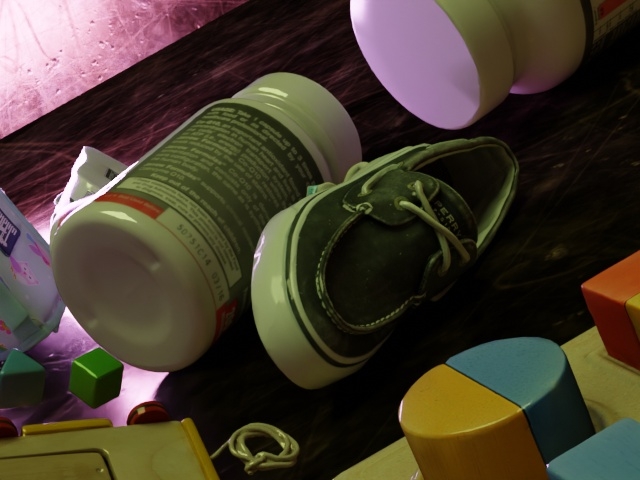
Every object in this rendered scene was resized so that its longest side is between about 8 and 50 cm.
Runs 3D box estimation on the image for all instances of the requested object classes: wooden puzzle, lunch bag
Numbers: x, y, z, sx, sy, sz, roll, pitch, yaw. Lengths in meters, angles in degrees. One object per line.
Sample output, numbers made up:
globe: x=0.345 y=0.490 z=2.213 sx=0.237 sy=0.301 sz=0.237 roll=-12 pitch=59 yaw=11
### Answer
wooden puzzle: x=0.174 y=0.083 z=0.780 sx=0.348 sy=0.080 sz=0.322 roll=-33 pitch=21 yaw=-12
lunch bag: x=-0.385 y=0.011 z=1.736 sx=0.160 sy=0.223 sz=0.262 roll=-43 pitch=19 yaw=-17

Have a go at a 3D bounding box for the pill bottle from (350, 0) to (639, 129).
pill bottle: x=0.218 y=-0.270 z=1.592 sx=0.363 sy=0.210 sz=0.210 roll=-37 pitch=18 yaw=-25

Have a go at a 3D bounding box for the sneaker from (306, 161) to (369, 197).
sneaker: x=0.000 y=0.000 z=1.370 sx=0.071 sy=0.083 sz=0.190 roll=-13 pitch=24 yaw=40

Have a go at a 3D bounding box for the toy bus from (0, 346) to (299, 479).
toy bus: x=-0.145 y=0.173 z=1.037 sx=0.202 sy=0.104 sz=0.191 roll=22 pitch=34 yaw=16

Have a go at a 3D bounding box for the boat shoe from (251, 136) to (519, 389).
boat shoe: x=0.056 y=-0.009 z=1.224 sx=0.119 sy=0.121 sz=0.335 roll=-25 pitch=14 yaw=31

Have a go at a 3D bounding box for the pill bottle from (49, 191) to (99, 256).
pill bottle: x=-0.166 y=-0.010 z=1.636 sx=0.194 sy=0.108 sz=0.108 roll=-18 pitch=20 yaw=36

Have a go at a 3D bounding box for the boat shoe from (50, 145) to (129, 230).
boat shoe: x=-0.250 y=-0.031 z=1.875 sx=0.102 sy=0.108 sz=0.301 roll=-58 pitch=8 yaw=8

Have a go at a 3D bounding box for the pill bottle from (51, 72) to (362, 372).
pill bottle: x=-0.089 y=-0.025 z=1.453 sx=0.161 sy=0.161 sz=0.283 roll=-14 pitch=21 yaw=42
